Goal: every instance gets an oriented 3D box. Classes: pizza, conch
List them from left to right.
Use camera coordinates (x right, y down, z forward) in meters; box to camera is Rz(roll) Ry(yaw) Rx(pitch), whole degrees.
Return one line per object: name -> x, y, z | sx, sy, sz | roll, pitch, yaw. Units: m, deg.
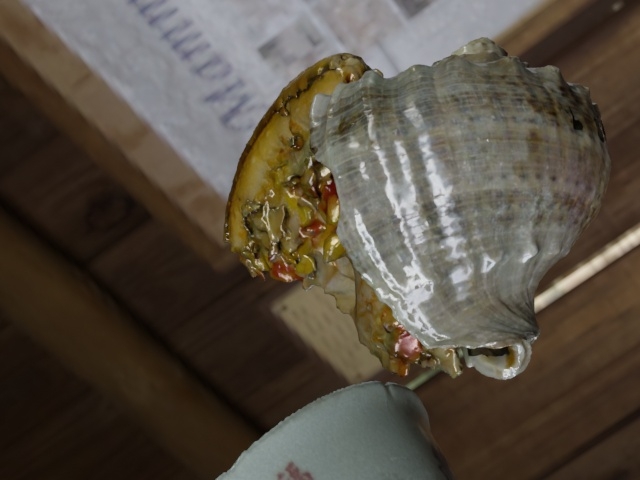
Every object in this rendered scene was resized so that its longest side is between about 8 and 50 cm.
pizza -> 0.000, 0.000, 1.356 | 0.074, 0.251, 0.288 | -16, -92, -35
conch -> 0.067, -0.024, 0.769 | 0.130, 0.155, 0.207 | 100, 178, -59

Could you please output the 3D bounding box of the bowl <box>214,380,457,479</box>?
bowl -> 0.024, 0.364, 1.456 | 0.196, 0.435, 0.435 | 34, 178, 31
